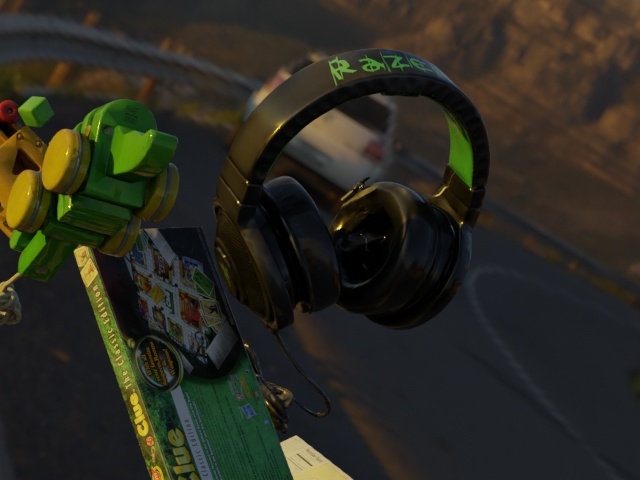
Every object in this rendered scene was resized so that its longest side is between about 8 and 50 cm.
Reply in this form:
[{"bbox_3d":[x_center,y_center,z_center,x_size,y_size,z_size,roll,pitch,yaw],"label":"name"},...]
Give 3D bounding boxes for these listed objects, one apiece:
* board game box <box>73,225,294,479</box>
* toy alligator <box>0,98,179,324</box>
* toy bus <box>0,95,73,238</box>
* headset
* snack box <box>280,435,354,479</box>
[{"bbox_3d":[-0.120,0.110,1.459,0.136,0.030,0.260,-2,64,-46],"label":"board game box"},{"bbox_3d":[-0.117,-0.019,0.776,0.056,0.189,0.051,17,56,-28],"label":"toy alligator"},{"bbox_3d":[-0.376,-0.081,1.964,0.202,0.104,0.191,20,-39,29],"label":"toy bus"},{"bbox_3d":[0.000,0.000,1.505,0.243,0.394,0.185,1,31,-29],"label":"headset"},{"bbox_3d":[-0.043,0.302,1.708,0.322,0.187,0.060,24,-45,67],"label":"snack box"}]
